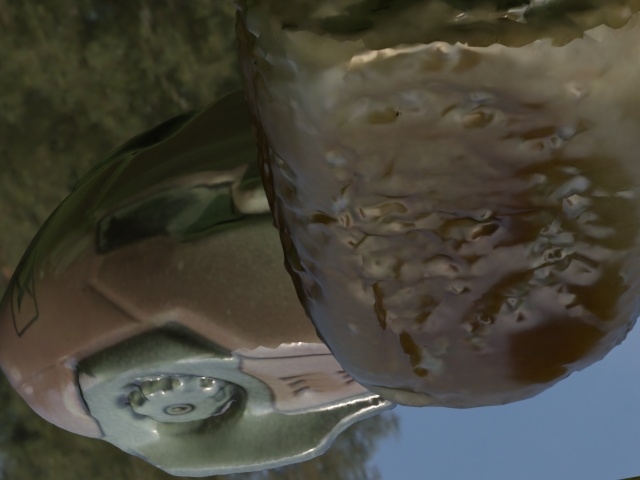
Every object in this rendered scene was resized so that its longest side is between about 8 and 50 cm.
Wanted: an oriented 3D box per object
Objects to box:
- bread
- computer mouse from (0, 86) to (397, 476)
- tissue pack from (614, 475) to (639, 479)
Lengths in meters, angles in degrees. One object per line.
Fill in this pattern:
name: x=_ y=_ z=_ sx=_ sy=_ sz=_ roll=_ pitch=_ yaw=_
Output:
bread: x=0.058 y=-0.075 z=0.598 sx=0.176 sy=0.246 sz=0.195 roll=-13 pitch=-128 yaw=-4
computer mouse: x=-0.004 y=-0.002 z=0.872 sx=0.389 sy=0.115 sz=0.199 roll=-17 pitch=-117 yaw=15
tissue pack: x=0.150 y=0.148 z=0.641 sx=0.095 sy=0.176 sz=0.062 roll=-12 pitch=-124 yaw=19
